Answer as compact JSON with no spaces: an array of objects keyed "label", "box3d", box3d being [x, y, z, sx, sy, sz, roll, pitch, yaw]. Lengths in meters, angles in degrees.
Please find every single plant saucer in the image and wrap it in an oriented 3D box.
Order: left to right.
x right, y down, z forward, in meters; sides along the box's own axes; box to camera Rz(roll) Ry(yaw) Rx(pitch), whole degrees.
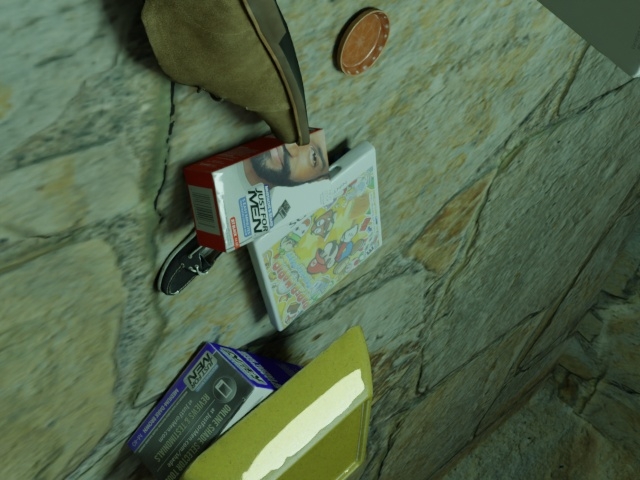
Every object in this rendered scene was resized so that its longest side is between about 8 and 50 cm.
[{"label":"plant saucer","box3d":[-0.037,0.325,1.249,0.333,0.081,0.333,-38,151,-27]},{"label":"plant saucer","box3d":[0.049,-0.230,0.990,0.083,0.013,0.083,-37,150,-26]}]

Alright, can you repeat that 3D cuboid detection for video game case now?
[{"label":"video game case","box3d":[0.000,0.000,1.145,0.206,0.026,0.227,-39,151,-19]}]

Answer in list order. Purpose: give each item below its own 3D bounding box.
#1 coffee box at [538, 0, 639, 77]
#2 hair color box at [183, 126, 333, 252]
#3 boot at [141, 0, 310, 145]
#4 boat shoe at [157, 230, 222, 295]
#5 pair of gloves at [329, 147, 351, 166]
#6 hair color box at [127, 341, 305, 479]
[{"label":"coffee box","box3d":[0.350,-0.422,0.799,0.338,0.334,0.337,-24,146,-19]},{"label":"hair color box","box3d":[-0.064,-0.061,0.947,0.167,0.053,0.093,-29,120,-40]},{"label":"boot","box3d":[-0.080,-0.172,0.803,0.115,0.112,0.305,-20,157,4]},{"label":"boat shoe","box3d":[-0.137,0.017,0.981,0.125,0.038,0.046,-50,154,-2]},{"label":"pair of gloves","box3d":[0.011,-0.038,1.166,0.198,0.023,0.159,-48,154,-6]},{"label":"hair color box","box3d":[-0.111,0.270,1.269,0.185,0.110,0.339,-51,156,3]}]
